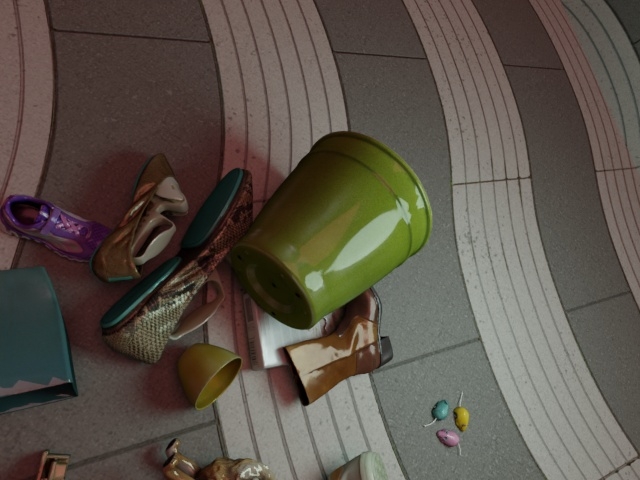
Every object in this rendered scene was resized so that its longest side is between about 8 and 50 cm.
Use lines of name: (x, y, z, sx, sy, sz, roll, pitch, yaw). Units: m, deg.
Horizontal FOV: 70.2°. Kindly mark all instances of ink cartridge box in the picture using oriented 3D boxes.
ink cartridge box: (-0.075, 0.210, 1.116, 0.225, 0.056, 0.180, 4, 69, -44)

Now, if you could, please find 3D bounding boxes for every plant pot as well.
plant pot: (-0.247, 0.274, 0.966, 0.095, 0.134, 0.134, 34, 58, 18)
plant pot: (0.000, 0.000, 1.030, 0.366, 0.366, 0.353, 48, 59, -2)
plant pot: (-0.552, 0.177, 0.831, 0.166, 0.165, 0.234, -7, 67, -27)

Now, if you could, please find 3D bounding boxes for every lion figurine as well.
lion figurine: (-0.271, 0.551, 0.856, 0.392, 0.142, 0.240, -42, 100, -17)

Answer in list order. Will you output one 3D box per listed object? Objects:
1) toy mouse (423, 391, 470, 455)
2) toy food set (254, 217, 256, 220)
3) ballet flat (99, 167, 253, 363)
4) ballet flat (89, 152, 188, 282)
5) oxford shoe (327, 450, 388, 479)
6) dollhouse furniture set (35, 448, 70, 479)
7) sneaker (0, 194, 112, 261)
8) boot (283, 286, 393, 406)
toy mouse: (0.340, 0.485, 1.210, 0.143, 0.031, 0.160, 8, 69, -23)
toy food set: (-0.139, 0.003, 1.169, 0.078, 0.019, 0.122, -3, 81, -26)
ballet flat: (-0.269, 0.060, 1.026, 0.182, 0.164, 0.482, 48, 62, -28)
ballet flat: (-0.366, -0.052, 0.996, 0.124, 0.116, 0.342, 8, 52, 10)
oxford shoe: (0.116, 0.688, 0.984, 0.130, 0.169, 0.448, -16, 85, 13)
dollhouse furniture set: (-0.490, 0.437, 0.746, 0.101, 0.182, 0.160, 13, 67, -21)
sneaker: (-0.542, -0.030, 0.939, 0.237, 0.104, 0.095, 22, 63, -18)
boot: (0.025, 0.227, 1.122, 0.281, 0.096, 0.264, -14, 91, -33)
